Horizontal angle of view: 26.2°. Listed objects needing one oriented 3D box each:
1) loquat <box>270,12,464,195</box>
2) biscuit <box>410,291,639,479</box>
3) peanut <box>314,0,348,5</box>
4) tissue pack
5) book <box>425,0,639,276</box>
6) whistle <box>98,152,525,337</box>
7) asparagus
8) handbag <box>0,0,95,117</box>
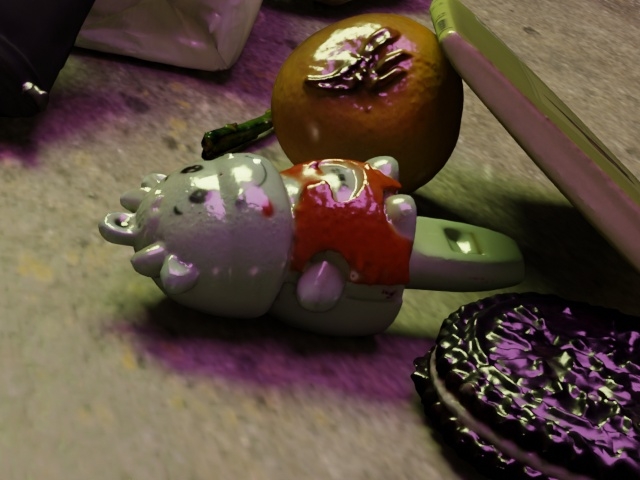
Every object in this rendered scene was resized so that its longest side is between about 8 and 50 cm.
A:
[{"bbox_3d":[0.033,-0.093,0.975,0.141,0.141,0.141,12,23,-5],"label":"loquat"},{"bbox_3d":[0.146,0.086,0.730,0.194,0.053,0.194,12,22,-5],"label":"biscuit"},{"bbox_3d":[0.037,-0.328,1.517,0.130,0.130,0.290,23,26,20],"label":"peanut"},{"bbox_3d":[-0.124,-0.331,1.255,0.193,0.266,0.356,12,22,-6],"label":"tissue pack"},{"bbox_3d":[0.160,-0.068,0.921,0.239,0.035,0.352,45,13,-6],"label":"book"},{"bbox_3d":[0.000,0.002,0.786,0.253,0.106,0.102,7,65,-19],"label":"whistle"},{"bbox_3d":[-0.035,-0.095,1.076,0.023,0.022,0.233,54,29,2],"label":"asparagus"},{"bbox_3d":[-0.266,-0.253,0.958,0.275,0.178,0.302,17,65,16],"label":"handbag"}]
